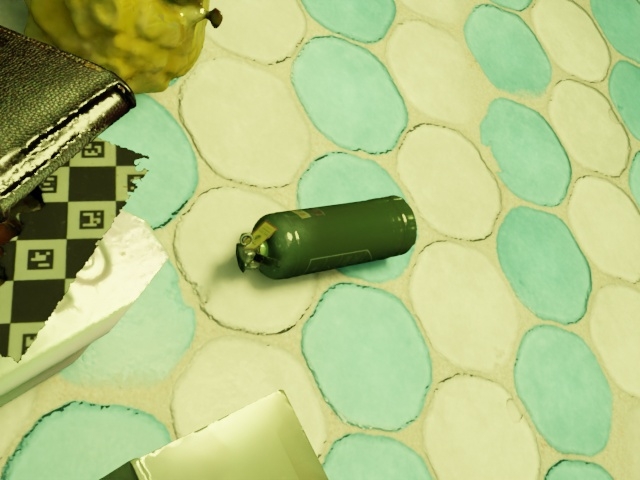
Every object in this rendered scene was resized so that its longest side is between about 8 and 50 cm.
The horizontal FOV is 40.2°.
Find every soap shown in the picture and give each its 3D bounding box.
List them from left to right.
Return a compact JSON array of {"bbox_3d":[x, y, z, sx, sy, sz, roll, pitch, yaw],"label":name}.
[{"bbox_3d":[-0.354,0.059,0.993,0.347,0.115,0.208,-31,86,-39],"label":"soap"}]

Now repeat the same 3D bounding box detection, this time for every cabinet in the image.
[{"bbox_3d":[-0.121,0.292,1.006,0.206,0.145,0.150,-20,78,-38],"label":"cabinet"}]

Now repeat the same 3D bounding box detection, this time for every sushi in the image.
[{"bbox_3d":[-0.353,-0.018,0.929,0.263,0.050,0.290,19,54,4],"label":"sushi"}]

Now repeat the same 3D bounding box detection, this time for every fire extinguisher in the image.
[{"bbox_3d":[0.000,0.000,1.253,0.311,0.114,0.096,-9,117,-34],"label":"fire extinguisher"}]

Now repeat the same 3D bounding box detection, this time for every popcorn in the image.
[{"bbox_3d":[-0.298,-0.366,1.132,0.381,0.349,0.349,10,59,1],"label":"popcorn"}]

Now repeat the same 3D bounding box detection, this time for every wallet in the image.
[{"bbox_3d":[-0.370,-0.150,0.952,0.262,0.071,0.221,26,55,17],"label":"wallet"}]
